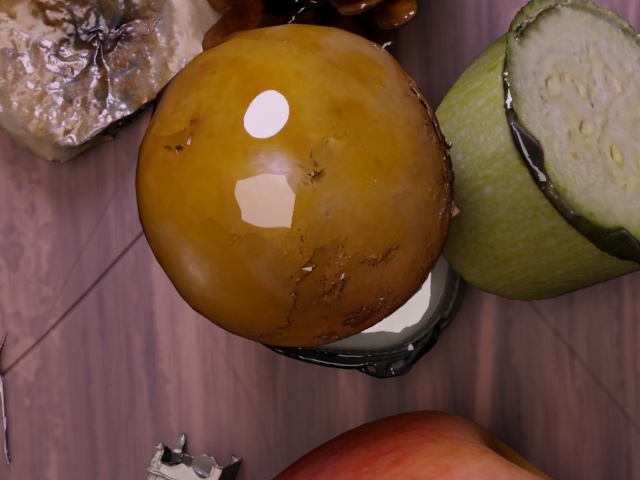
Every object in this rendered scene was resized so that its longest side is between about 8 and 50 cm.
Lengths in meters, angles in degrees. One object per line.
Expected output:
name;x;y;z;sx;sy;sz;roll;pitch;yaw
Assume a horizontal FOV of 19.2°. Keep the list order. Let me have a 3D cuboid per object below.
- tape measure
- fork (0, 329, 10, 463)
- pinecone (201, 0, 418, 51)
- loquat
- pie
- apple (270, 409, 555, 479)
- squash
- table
tape measure;0.000;0.000;1.500;0.235;0.115;0.207;5;87;16
fork;-0.270;0.133;1.613;0.012;0.016;0.115;-1;93;5
pinecone;-0.010;-0.241;1.450;0.202;0.201;0.229;5;70;-4
loquat;-0.017;-0.037;1.335;0.235;0.235;0.235;0;92;13
pie;-0.191;-0.174;1.567;0.218;0.052;0.185;-34;81;9
apple;0.085;0.302;1.367;0.364;0.364;0.364;0;92;13
squash;0.188;-0.069;1.430;0.133;0.220;0.220;-28;84;52
table;-0.113;0.209;1.545;0.062;0.079;0.083;21;94;10
